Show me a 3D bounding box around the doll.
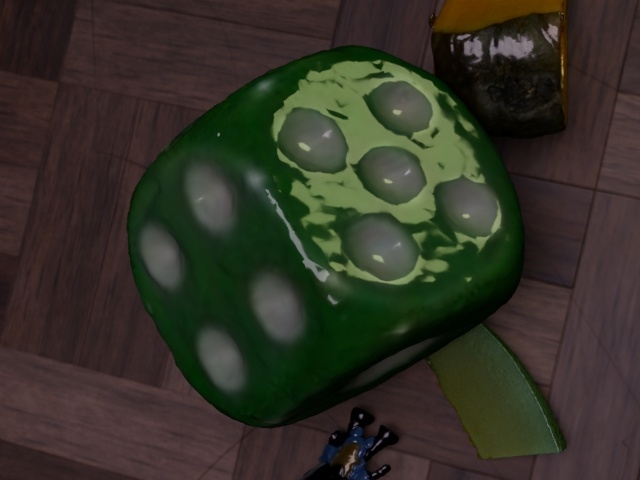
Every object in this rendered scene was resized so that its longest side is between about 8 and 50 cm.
[{"bbox_3d":[0.010,0.282,1.457,0.096,0.070,0.195,32,87,31],"label":"doll"}]

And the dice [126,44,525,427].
[{"bbox_3d":[0.000,0.000,1.319,0.300,0.287,0.297,60,140,11],"label":"dice"}]

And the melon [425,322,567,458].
[{"bbox_3d":[0.166,0.145,1.447,0.114,0.053,0.262,-47,71,26],"label":"melon"}]

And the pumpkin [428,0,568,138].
[{"bbox_3d":[0.197,-0.249,1.383,0.139,0.190,0.280,-1,85,16],"label":"pumpkin"}]
